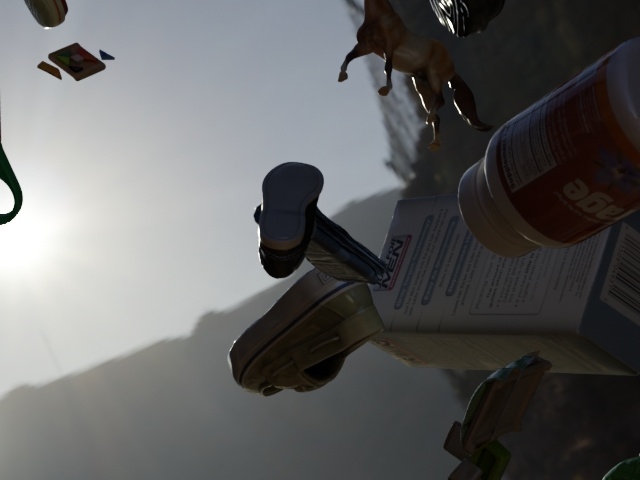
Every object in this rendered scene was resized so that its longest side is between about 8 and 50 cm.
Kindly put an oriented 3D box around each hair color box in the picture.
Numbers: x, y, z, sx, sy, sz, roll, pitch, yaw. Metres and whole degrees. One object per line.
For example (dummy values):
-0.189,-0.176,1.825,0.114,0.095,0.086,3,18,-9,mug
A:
0.216,0.046,1.649,0.113,0.185,0.374,32,-21,-32,hair color box

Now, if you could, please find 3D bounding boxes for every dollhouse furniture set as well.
0.091,0.131,0.958,0.076,0.058,0.152,-11,-53,-53,dollhouse furniture set

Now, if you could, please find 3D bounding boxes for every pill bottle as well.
0.215,-0.066,1.175,0.121,0.121,0.216,-17,-12,-40,pill bottle

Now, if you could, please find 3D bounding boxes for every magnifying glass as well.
-0.484,-0.124,2.110,0.026,0.092,0.231,-59,-21,-53,magnifying glass

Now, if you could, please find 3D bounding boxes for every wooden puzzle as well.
-0.395,-0.291,2.315,0.116,0.078,0.014,-40,-22,-43,wooden puzzle

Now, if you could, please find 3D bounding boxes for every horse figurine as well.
0.118,-0.232,1.890,0.263,0.174,0.066,31,-41,-27,horse figurine

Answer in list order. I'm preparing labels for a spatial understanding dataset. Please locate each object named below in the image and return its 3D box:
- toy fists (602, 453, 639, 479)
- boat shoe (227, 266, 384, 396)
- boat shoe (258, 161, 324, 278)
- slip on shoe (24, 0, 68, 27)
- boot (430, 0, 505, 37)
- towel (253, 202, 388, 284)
0.399,0.322,1.486,0.142,0.279,0.096,-52,-39,-10,toy fists
-0.022,0.120,1.578,0.109,0.094,0.302,-20,-17,-27,boat shoe
-0.023,-0.017,1.071,0.046,0.125,0.038,5,-58,1,boat shoe
-0.406,-0.412,2.072,0.101,0.331,0.123,-24,-54,-3,slip on shoe
0.248,-0.420,1.898,0.260,0.348,0.131,-20,-51,0,boot
0.000,0.000,1.251,0.067,0.029,0.119,3,-26,47,towel
